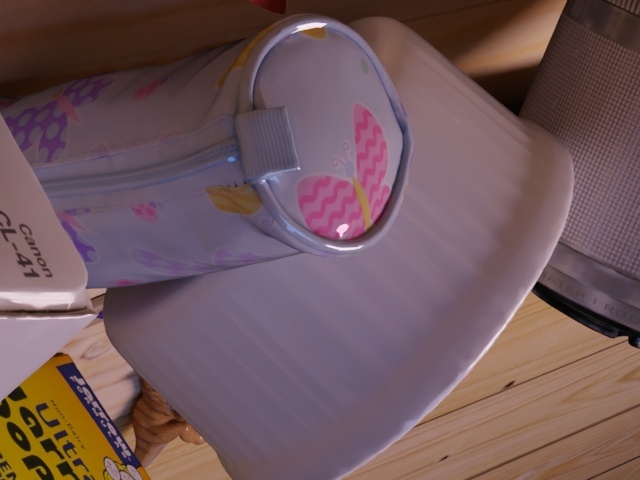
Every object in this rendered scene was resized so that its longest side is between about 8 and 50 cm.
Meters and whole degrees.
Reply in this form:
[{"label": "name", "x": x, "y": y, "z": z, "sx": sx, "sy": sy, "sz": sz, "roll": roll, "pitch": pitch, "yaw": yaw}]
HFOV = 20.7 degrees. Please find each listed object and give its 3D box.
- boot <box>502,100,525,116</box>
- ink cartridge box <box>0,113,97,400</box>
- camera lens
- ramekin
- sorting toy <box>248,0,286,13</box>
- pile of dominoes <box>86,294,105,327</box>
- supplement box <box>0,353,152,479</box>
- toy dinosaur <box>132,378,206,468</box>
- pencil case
[{"label": "boot", "x": 0.208, "y": -0.003, "z": 1.449, "sx": 0.445, "sy": 0.146, "sz": 0.367, "roll": -19, "pitch": 149, "yaw": -36}, {"label": "ink cartridge box", "x": -0.274, "y": 0.027, "z": 0.733, "sx": 0.306, "sy": 0.226, "sz": 0.131, "roll": -42, "pitch": 159, "yaw": 25}, {"label": "camera lens", "x": 0.241, "y": -0.075, "z": 1.104, "sx": 0.219, "sy": 0.219, "sz": 0.274, "roll": 0, "pitch": 115, "yaw": -55}, {"label": "ramekin", "x": 0.000, "y": 0.000, "z": 1.017, "sx": 0.277, "sy": 0.135, "sz": 0.277, "roll": -42, "pitch": -162, "yaw": 17}, {"label": "sorting toy", "x": -0.094, "y": -0.196, "z": 0.679, "sx": 0.126, "sy": 0.127, "sz": 0.365, "roll": -61, "pitch": 155, "yaw": 7}, {"label": "pile of dominoes", "x": -0.175, "y": 0.029, "z": 1.146, "sx": 0.196, "sy": 0.040, "sz": 0.251, "roll": -23, "pitch": 158, "yaw": -21}, {"label": "supplement box", "x": -0.242, "y": 0.216, "z": 1.147, "sx": 0.195, "sy": 0.194, "sz": 0.356, "roll": -34, "pitch": 176, "yaw": 8}, {"label": "toy dinosaur", "x": -0.137, "y": 0.159, "z": 1.506, "sx": 0.112, "sy": 0.064, "sz": 0.211, "roll": -2, "pitch": 141, "yaw": -20}, {"label": "pencil case", "x": -0.088, "y": -0.034, "z": 0.862, "sx": 0.273, "sy": 0.113, "sz": 0.124, "roll": -8, "pitch": 168, "yaw": 41}]
